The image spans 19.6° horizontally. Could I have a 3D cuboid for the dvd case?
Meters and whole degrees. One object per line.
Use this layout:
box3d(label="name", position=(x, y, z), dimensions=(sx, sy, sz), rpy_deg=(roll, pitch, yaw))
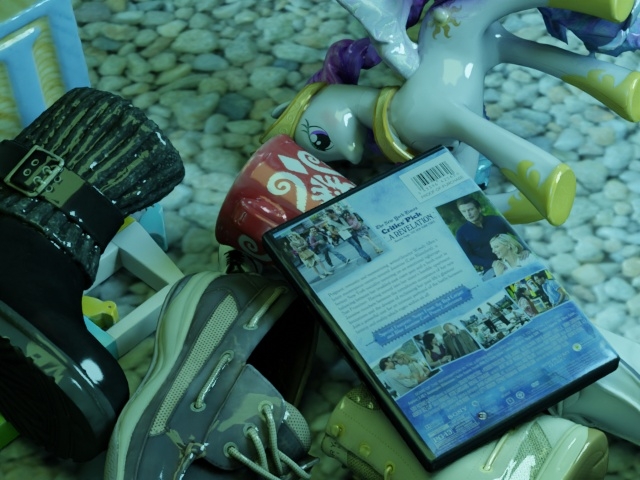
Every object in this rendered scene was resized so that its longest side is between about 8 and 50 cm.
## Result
box3d(label="dvd case", position=(0.092, 0.048, 1.477), dimensions=(0.180, 0.022, 0.253), rpy_deg=(-27, 59, -17))

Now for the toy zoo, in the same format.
box3d(label="toy zoo", position=(-0.252, 0.056, 1.659), dimensions=(0.192, 0.030, 0.293), rpy_deg=(33, 58, 32))

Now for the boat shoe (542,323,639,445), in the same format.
box3d(label="boat shoe", position=(0.196, 0.110, 1.514), dimensions=(0.088, 0.096, 0.267), rpy_deg=(-38, 52, -21))

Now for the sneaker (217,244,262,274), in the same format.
box3d(label="sneaker", position=(-0.072, 0.027, 1.657), dimensions=(0.040, 0.043, 0.109), rpy_deg=(-11, 45, -1))

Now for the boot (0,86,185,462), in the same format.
box3d(label="boot", position=(-0.205, 0.012, 1.583), dimensions=(0.260, 0.131, 0.348), rpy_deg=(-34, 51, -23))

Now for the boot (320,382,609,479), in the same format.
box3d(label="boot", position=(0.074, 0.212, 1.433), dimensions=(0.203, 0.095, 0.262), rpy_deg=(24, 61, 32))

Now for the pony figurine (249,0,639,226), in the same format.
box3d(label="pony figurine", position=(0.117, -0.180, 1.675), dimensions=(0.363, 0.303, 0.351), rpy_deg=(12, 81, 37))

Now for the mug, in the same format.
box3d(label="mug", position=(-0.001, 0.006, 1.606), dimensions=(0.169, 0.113, 0.150), rpy_deg=(32, 43, 15))

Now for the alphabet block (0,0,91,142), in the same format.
box3d(label="alphabet block", position=(-0.356, -0.172, 1.779), dimensions=(0.193, 0.192, 0.197), rpy_deg=(-33, 51, -25))

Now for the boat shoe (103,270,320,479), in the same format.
box3d(label="boat shoe", position=(-0.075, 0.152, 1.460), dimensions=(0.130, 0.132, 0.355), rpy_deg=(-12, 44, 22))
